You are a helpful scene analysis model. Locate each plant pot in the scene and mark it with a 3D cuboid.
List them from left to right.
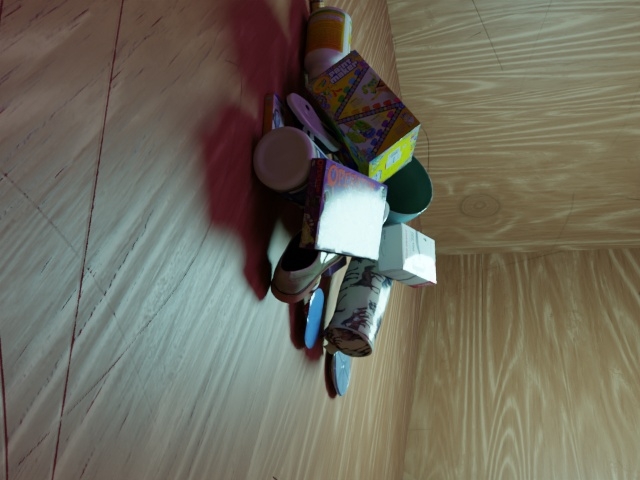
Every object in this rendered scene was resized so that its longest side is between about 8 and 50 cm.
[{"bbox_3d":[0.191,-0.154,2.016,0.195,0.290,0.290,129,-22,-49],"label":"plant pot"}]

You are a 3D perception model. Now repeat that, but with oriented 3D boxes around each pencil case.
[{"bbox_3d":[0.129,0.169,1.964,0.160,0.183,0.410,49,45,-32],"label":"pencil case"}]

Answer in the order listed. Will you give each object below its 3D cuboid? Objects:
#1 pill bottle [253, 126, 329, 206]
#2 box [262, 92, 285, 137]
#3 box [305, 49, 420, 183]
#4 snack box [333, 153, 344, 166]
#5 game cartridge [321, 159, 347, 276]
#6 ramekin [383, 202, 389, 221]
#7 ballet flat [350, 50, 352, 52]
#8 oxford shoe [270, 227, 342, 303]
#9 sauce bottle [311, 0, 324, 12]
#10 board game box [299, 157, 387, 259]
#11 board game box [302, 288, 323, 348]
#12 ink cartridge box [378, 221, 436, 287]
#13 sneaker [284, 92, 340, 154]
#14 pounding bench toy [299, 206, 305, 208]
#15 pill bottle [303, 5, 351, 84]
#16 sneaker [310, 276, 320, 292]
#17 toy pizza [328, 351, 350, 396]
[{"bbox_3d":[-0.050,-0.170,1.528,0.265,0.153,0.153,31,58,-70],"label":"pill bottle"},{"bbox_3d":[-0.116,-0.302,1.551,0.081,0.028,0.136,45,42,-66],"label":"box"},{"bbox_3d":[0.118,-0.327,1.748,0.279,0.177,0.290,52,-5,12],"label":"box"},{"bbox_3d":[0.101,-0.327,2.200,0.207,0.070,0.174,-57,142,-61],"label":"snack box"},{"bbox_3d":[0.030,-0.079,1.951,0.230,0.068,0.355,-21,108,-68],"label":"game cartridge"},{"bbox_3d":[0.081,-0.079,1.758,0.109,0.207,0.207,49,33,-23],"label":"ramekin"},{"bbox_3d":[0.047,-0.541,2.027,0.095,0.096,0.280,40,41,-5],"label":"ballet flat"},{"bbox_3d":[0.000,0.000,1.535,0.348,0.123,0.130,-57,167,-34],"label":"oxford shoe"},{"bbox_3d":[-0.003,-0.701,1.961,0.042,0.042,0.128,-47,130,-67],"label":"sauce bottle"},{"bbox_3d":[0.067,-0.066,1.513,0.347,0.056,0.208,11,82,-60],"label":"board game box"},{"bbox_3d":[-0.031,0.215,1.719,0.133,0.033,0.168,21,77,-73],"label":"board game box"},{"bbox_3d":[0.279,0.050,1.973,0.218,0.092,0.158,22,62,-46],"label":"ink cartridge box"},{"bbox_3d":[-0.055,-0.286,1.629,0.217,0.121,0.079,42,37,-39],"label":"sneaker"},{"bbox_3d":[-0.026,-0.118,1.751,0.083,0.065,0.052,49,41,-65],"label":"pounding bench toy"},{"bbox_3d":[0.020,-0.565,1.853,0.136,0.136,0.245,54,37,-62],"label":"pill bottle"},{"bbox_3d":[-0.030,0.059,1.735,0.084,0.070,0.185,102,-5,-51],"label":"sneaker"},{"bbox_3d":[0.061,0.408,2.018,0.201,0.032,0.201,-2,90,-74],"label":"toy pizza"}]
